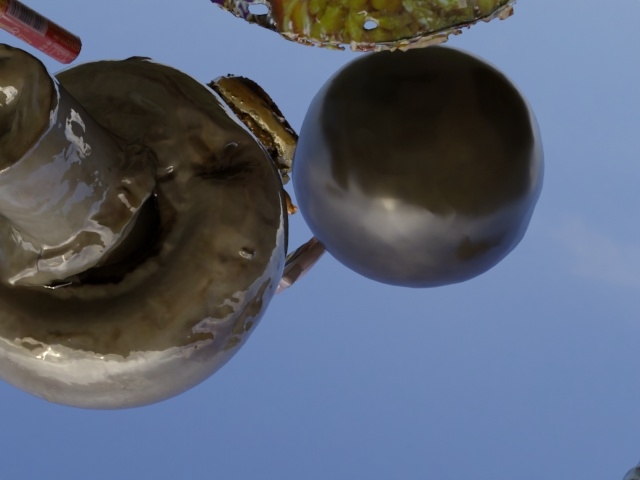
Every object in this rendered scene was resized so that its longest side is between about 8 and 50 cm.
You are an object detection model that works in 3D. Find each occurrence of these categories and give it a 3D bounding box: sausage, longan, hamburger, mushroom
[{"bbox_3d":[-0.289,-0.212,1.578,0.129,0.034,0.034,28,-167,-45],"label":"sausage"},{"bbox_3d":[0.092,-0.073,1.595,0.258,0.258,0.258,8,-148,-5],"label":"longan"},{"bbox_3d":[-0.114,-0.137,2.275,0.118,0.191,0.182,-43,-93,-10],"label":"hamburger"},{"bbox_3d":[-0.174,-0.023,1.241,0.293,0.290,0.292,-4,-112,11],"label":"mushroom"}]

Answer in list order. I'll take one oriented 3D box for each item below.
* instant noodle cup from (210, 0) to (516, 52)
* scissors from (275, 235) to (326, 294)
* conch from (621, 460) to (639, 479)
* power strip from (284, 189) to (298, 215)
[{"bbox_3d":[0.037,-0.313,1.050,0.340,0.339,0.266,12,-158,2],"label":"instant noodle cup"},{"bbox_3d":[0.000,0.000,1.961,0.024,0.160,0.317,51,-143,-4],"label":"scissors"},{"bbox_3d":[0.358,0.349,1.610,0.303,0.215,0.319,35,-130,-37],"label":"conch"},{"bbox_3d":[-0.095,-0.076,1.483,0.178,0.028,0.049,35,-138,-1],"label":"power strip"}]
